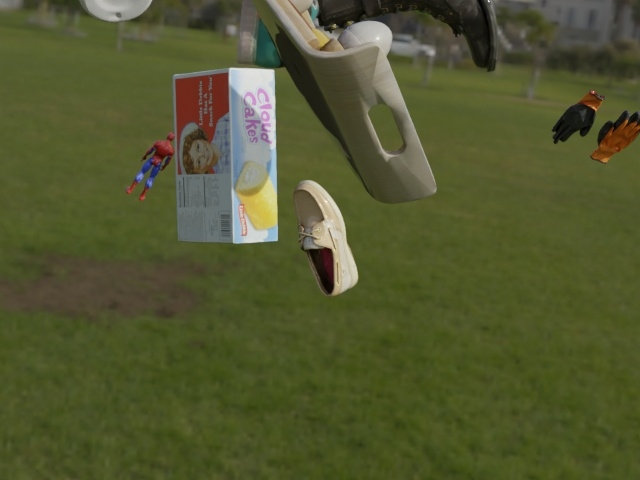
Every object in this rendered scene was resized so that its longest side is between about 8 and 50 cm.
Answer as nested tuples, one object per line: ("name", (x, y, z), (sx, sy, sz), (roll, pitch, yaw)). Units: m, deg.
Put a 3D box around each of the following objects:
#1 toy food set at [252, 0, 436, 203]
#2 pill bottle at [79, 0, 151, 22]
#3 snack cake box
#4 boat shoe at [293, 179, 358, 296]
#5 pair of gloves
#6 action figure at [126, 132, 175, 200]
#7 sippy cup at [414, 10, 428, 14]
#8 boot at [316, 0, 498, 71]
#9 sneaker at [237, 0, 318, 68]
("toy food set", (0.014, -0.202, 1.331), (0.092, 0.219, 0.306), (-30, 47, -2))
("pill bottle", (-0.336, -0.450, 1.995), (0.119, 0.119, 0.208), (3, 45, -23))
("snack cake box", (-0.148, -0.128, 1.943), (0.089, 0.264, 0.152), (-4, 4, -40))
("boat shoe", (0.000, 0.000, 1.765), (0.063, 0.170, 0.059), (-13, 15, 41))
("pair of gloves", (0.282, -0.114, 1.286), (0.083, 0.074, 0.010), (21, 44, -19))
("action figure", (-0.249, -0.114, 1.883), (0.038, 0.115, 0.030), (32, 23, -12))
("sippy cup", (0.237, -0.563, 2.213), (0.224, 0.305, 0.240), (48, -14, 16))
("boot", (0.107, -0.321, 1.679), (0.229, 0.263, 0.091), (-16, 25, 12))
("sneaker", (-0.059, -0.410, 1.997), (0.121, 0.302, 0.108), (7, 39, -5))
